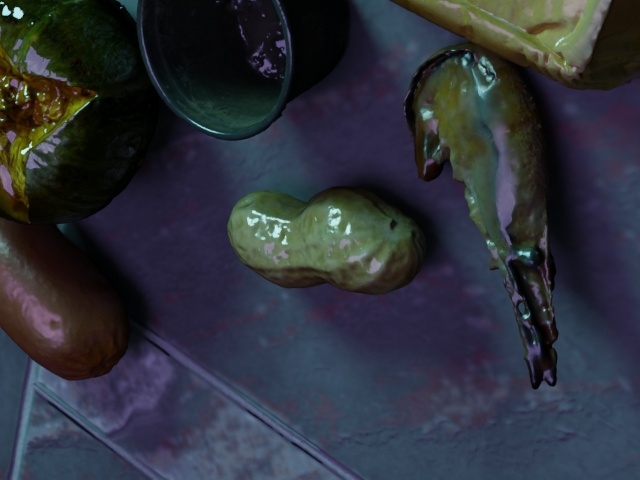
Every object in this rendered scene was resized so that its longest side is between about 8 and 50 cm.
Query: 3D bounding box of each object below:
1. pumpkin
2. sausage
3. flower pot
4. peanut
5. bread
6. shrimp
[{"bbox_3d":[-0.254,-0.129,1.229,0.238,0.159,0.238,4,104,15],"label":"pumpkin"},{"bbox_3d":[-0.289,0.030,1.363,0.259,0.113,0.113,44,130,14],"label":"sausage"},{"bbox_3d":[-0.052,-0.168,1.092,0.157,0.107,0.157,18,120,34],"label":"flower pot"},{"bbox_3d":[0.000,-0.002,1.143,0.192,0.089,0.089,2,111,36],"label":"peanut"},{"bbox_3d":[0.101,-0.215,0.944,0.288,0.119,0.152,30,123,22],"label":"bread"},{"bbox_3d":[0.133,-0.020,1.049,0.117,0.066,0.262,-8,91,54],"label":"shrimp"}]
